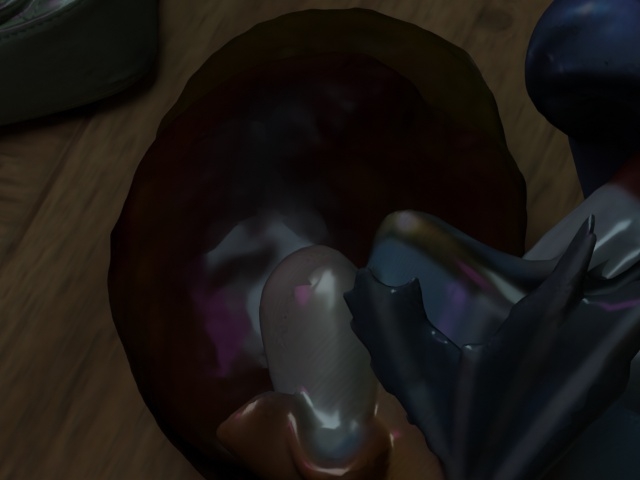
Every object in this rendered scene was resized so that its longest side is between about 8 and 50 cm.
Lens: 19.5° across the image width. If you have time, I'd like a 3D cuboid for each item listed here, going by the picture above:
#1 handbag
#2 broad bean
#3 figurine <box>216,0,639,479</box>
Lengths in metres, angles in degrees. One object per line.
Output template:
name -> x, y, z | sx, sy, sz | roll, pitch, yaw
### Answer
handbag -> -0.191, -0.154, 0.933 | 0.219, 0.079, 0.256 | -14, 49, 10
broad bean -> 0.001, -0.002, 0.727 | 0.156, 0.122, 0.229 | 1, 57, 20
figurine -> 0.020, 0.130, 0.527 | 0.388, 0.277, 0.248 | -43, 15, -5
